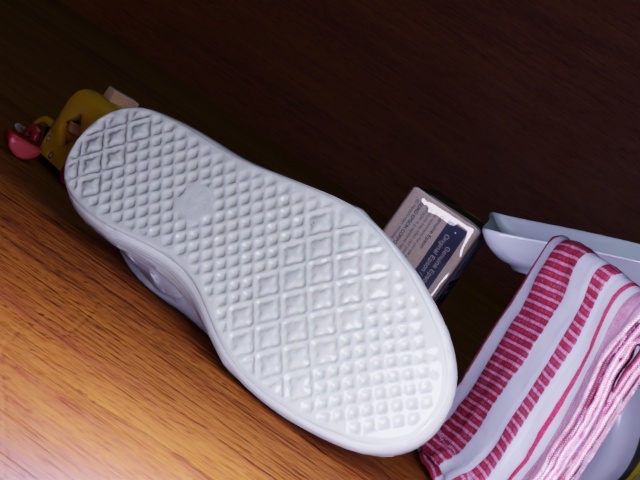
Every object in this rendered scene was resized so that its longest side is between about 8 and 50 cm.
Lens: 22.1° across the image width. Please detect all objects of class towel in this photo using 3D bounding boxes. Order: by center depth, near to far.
[{"bbox_3d":[0.166,0.117,1.313,0.037,0.237,0.329,32,6,-9],"label":"towel"}]

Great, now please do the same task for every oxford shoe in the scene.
[{"bbox_3d":[-0.045,0.032,1.371,0.449,0.169,0.130,36,-13,37],"label":"oxford shoe"}]

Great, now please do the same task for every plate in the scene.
[{"bbox_3d":[0.305,0.026,1.720,0.278,0.045,0.277,12,5,6],"label":"plate"}]

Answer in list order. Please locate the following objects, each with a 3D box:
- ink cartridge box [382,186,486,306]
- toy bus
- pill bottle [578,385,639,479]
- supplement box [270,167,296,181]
[{"bbox_3d":[0.092,0.043,1.761,0.088,0.193,0.234,34,6,7],"label":"ink cartridge box"},{"bbox_3d":[-0.232,-0.107,1.728,0.202,0.104,0.191,33,5,1],"label":"toy bus"},{"bbox_3d":[0.335,0.160,1.692,0.334,0.188,0.188,1,27,-44],"label":"pill bottle"},{"bbox_3d":[-0.063,-0.050,2.298,0.078,0.080,0.233,35,3,-2],"label":"supplement box"}]
